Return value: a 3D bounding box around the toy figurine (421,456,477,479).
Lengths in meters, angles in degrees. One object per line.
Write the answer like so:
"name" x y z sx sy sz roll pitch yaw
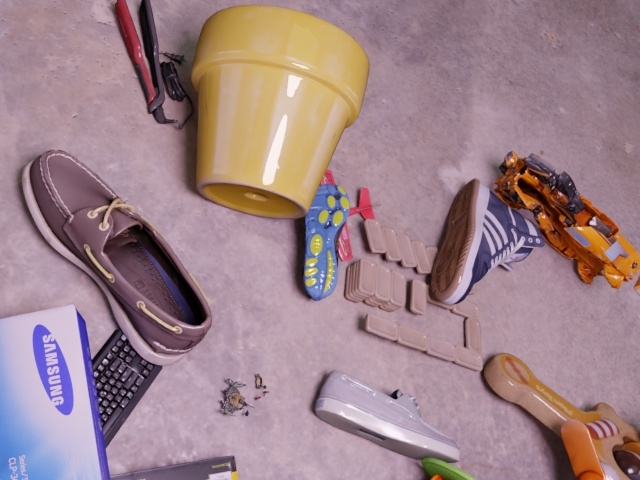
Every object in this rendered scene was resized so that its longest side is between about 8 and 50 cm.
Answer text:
"toy figurine" 0.168 0.411 1.000 0.173 0.130 0.159 49 65 -30

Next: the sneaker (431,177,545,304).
"sneaker" 0.282 0.025 1.215 0.153 0.099 0.282 35 43 -10

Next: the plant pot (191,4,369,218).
"plant pot" -0.073 -0.167 1.058 0.254 0.254 0.239 16 77 -21

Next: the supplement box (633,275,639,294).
"supplement box" 0.670 0.105 1.442 0.098 0.036 0.062 46 55 -3

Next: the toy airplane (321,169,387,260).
"toy airplane" 0.041 -0.046 1.174 0.151 0.028 0.151 4 81 -29

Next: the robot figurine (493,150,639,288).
"robot figurine" 0.424 -0.042 1.296 0.291 0.211 0.085 43 87 -3

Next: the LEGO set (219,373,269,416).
"LEGO set" -0.107 0.210 0.983 0.083 0.023 0.054 0 69 -43

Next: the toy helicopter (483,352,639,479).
"toy helicopter" 0.400 0.308 1.133 0.355 0.140 0.235 37 34 11

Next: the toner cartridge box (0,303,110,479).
"toner cartridge box" -0.314 0.256 0.784 0.165 0.075 0.348 -12 72 -12

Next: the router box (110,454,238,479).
"router box" -0.181 0.336 0.864 0.178 0.046 0.133 -2 68 -28

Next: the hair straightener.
"hair straightener" -0.240 -0.272 1.121 0.089 0.047 0.230 -13 74 -32

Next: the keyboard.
"keyboard" -0.281 0.189 0.895 0.108 0.023 0.180 38 54 -8

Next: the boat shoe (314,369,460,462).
"boat shoe" 0.104 0.248 1.041 0.227 0.079 0.081 25 62 -12

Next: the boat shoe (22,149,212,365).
"boat shoe" -0.256 0.006 0.937 0.324 0.096 0.116 54 41 5

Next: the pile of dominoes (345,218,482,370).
"pile of dominoes" 0.154 0.091 1.182 0.251 0.040 0.196 23 54 -27

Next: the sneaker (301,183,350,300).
"sneaker" 0.000 0.000 1.102 0.067 0.078 0.188 11 70 -9
